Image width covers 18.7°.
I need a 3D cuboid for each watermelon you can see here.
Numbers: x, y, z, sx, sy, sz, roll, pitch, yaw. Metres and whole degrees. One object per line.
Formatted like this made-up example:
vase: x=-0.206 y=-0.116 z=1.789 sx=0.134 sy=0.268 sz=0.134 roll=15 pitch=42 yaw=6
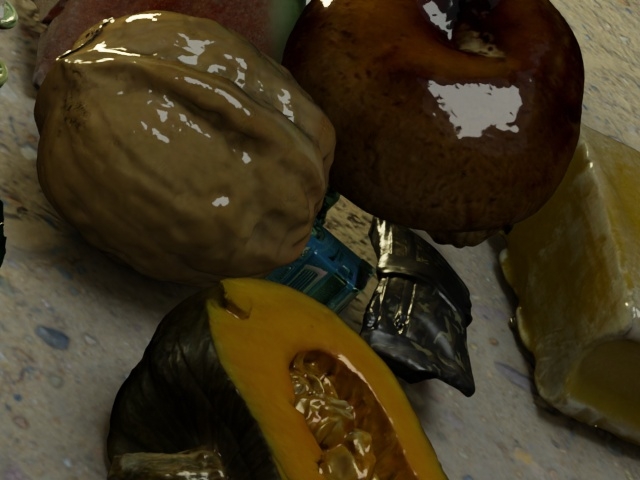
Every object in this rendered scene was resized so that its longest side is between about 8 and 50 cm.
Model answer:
watermelon: x=-0.129 y=-0.204 z=1.601 sx=0.193 sy=0.232 sz=0.310 roll=-106 pitch=-179 yaw=-49

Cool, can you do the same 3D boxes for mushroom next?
mushroom: x=0.085 y=-0.102 z=1.588 sx=0.267 sy=0.254 sz=0.267 roll=18 pitch=23 yaw=-8

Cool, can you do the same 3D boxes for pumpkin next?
pumpkin: x=-0.030 y=0.168 z=1.235 sx=0.222 sy=0.139 sz=0.317 roll=16 pitch=39 yaw=-41

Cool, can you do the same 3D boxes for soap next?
soap: x=0.337 y=0.071 z=1.780 sx=0.335 sy=0.156 sz=0.293 roll=24 pitch=37 yaw=-25

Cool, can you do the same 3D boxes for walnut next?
walnut: x=-0.099 y=-0.065 z=1.423 sx=0.245 sy=0.198 sz=0.198 roll=34 pitch=28 yaw=-31

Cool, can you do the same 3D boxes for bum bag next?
bum bag: x=0.081 y=0.053 z=1.586 sx=0.102 sy=0.069 sz=0.248 roll=19 pitch=28 yaw=-5

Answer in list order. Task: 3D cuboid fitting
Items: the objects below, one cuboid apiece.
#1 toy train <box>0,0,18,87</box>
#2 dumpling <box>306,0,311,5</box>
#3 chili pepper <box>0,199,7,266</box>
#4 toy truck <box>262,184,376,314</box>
toy train: x=-0.294 y=-0.147 z=1.416 sx=0.131 sy=0.082 sz=0.204 roll=27 pitch=31 yaw=-19
dumpling: x=0.107 y=-0.179 z=1.863 sx=0.341 sy=0.181 sz=0.260 roll=55 pitch=32 yaw=-54
chili pepper: x=-0.324 y=-0.007 z=1.055 sx=0.257 sy=0.233 sz=0.248 roll=39 pitch=12 yaw=16
toy truck: x=0.000 y=0.000 z=1.578 sx=0.081 sy=0.067 sz=0.175 roll=39 pitch=25 yaw=-13
